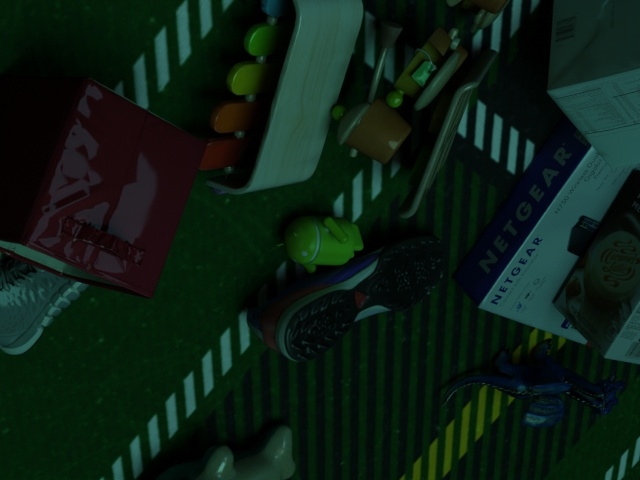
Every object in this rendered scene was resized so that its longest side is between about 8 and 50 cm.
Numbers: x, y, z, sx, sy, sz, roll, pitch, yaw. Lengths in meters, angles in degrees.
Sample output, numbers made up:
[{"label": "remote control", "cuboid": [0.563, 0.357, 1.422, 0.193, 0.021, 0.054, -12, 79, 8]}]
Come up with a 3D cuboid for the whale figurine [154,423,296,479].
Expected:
[{"label": "whale figurine", "cuboid": [-0.152, 0.370, 2.055, 0.272, 0.141, 0.216, -40, 139, -33]}]

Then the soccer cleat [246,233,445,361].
[{"label": "soccer cleat", "cuboid": [0.041, 0.065, 1.955, 0.318, 0.116, 0.108, -28, 121, -32]}]

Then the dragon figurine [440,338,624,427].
[{"label": "dragon figurine", "cuboid": [0.346, 0.239, 2.221, 0.289, 0.144, 0.085, -7, 125, -26]}]

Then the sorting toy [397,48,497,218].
[{"label": "sorting toy", "cuboid": [0.162, -0.146, 1.831, 0.038, 0.193, 0.208, 27, 116, 5]}]

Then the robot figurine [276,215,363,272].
[{"label": "robot figurine", "cuboid": [0.000, 0.000, 1.891, 0.115, 0.067, 0.101, 3, 153, -34]}]

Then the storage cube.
[{"label": "storage cube", "cuboid": [-0.272, -0.062, 1.557, 0.184, 0.215, 0.193, 27, 77, -40]}]

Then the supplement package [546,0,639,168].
[{"label": "supplement package", "cuboid": [0.415, -0.236, 1.848, 0.149, 0.194, 0.203, -11, 145, 34]}]

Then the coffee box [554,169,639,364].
[{"label": "coffee box", "cuboid": [0.468, 0.040, 2.035, 0.098, 0.141, 0.246, 12, 115, -36]}]

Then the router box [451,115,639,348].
[{"label": "router box", "cuboid": [0.408, -0.014, 2.112, 0.301, 0.082, 0.335, 19, 112, -39]}]

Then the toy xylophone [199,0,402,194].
[{"label": "toy xylophone", "cuboid": [-0.024, -0.189, 1.717, 0.236, 0.081, 0.322, -3, 122, -52]}]

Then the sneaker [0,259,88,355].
[{"label": "sneaker", "cuboid": [-0.363, 0.037, 1.694, 0.132, 0.086, 0.228, 27, 108, -38]}]

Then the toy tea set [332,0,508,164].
[{"label": "toy tea set", "cuboid": [0.124, -0.255, 1.707, 0.336, 0.124, 0.200, -53, 178, -10]}]
